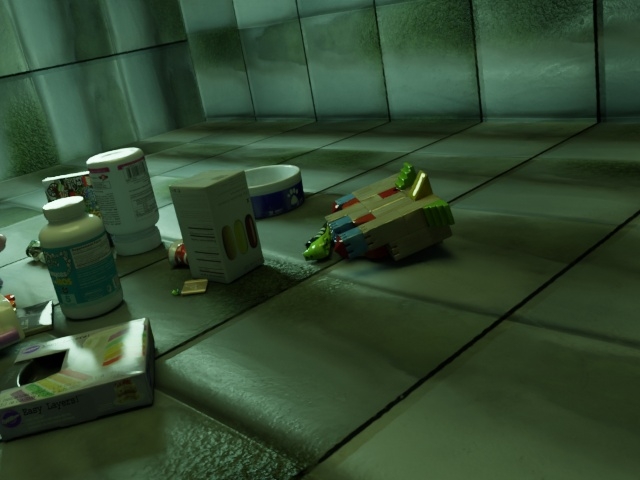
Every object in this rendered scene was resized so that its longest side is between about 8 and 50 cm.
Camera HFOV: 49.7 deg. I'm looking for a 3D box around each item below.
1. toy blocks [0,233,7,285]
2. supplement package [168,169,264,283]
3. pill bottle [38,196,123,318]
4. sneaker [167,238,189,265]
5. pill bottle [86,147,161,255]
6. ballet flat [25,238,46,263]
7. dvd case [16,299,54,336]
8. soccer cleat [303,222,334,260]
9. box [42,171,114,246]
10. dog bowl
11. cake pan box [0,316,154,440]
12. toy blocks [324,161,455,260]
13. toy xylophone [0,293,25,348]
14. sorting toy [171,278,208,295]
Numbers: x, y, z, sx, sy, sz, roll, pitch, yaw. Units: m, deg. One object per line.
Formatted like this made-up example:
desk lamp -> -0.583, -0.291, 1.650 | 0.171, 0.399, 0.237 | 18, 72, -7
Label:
toy blocks -> -1.010, 0.007, 1.953 | 0.288, 0.309, 0.260 | -11, -25, 20
supplement package -> -0.249, -0.037, 1.682 | 0.134, 0.244, 0.139 | 5, 25, 38
pill bottle -> -0.558, 0.037, 1.599 | 0.146, 0.264, 0.146 | -9, 19, 3
sneaker -> -0.303, 0.007, 1.866 | 0.128, 0.087, 0.221 | 7, 36, 21
pill bottle -> -0.556, -0.111, 1.989 | 0.160, 0.283, 0.160 | -9, 19, 3
ballet flat -> -0.817, 0.040, 2.055 | 0.188, 0.070, 0.070 | 6, 25, 44
dvd case -> -0.734, 0.200, 1.601 | 0.221, 0.018, 0.164 | -16, 20, -16
soccer cleat -> 0.000, 0.000, 1.743 | 0.072, 0.060, 0.179 | -18, 17, 18
box -> -0.720, -0.085, 2.075 | 0.159, 0.233, 0.044 | -9, 18, 4
dog bowl -> -0.186, -0.156, 2.205 | 0.265, 0.104, 0.265 | -9, 19, 3
cake pan box -> -0.437, 0.243, 1.256 | 0.267, 0.070, 0.246 | -13, 17, -7
toy blocks -> 0.135, -0.044, 1.663 | 0.261, 0.191, 0.381 | -23, 21, -3
toy xylophone -> -0.799, 0.178, 1.544 | 0.236, 0.081, 0.322 | -20, 22, -25
sorting toy -> -0.310, 0.113, 1.640 | 0.083, 0.012, 0.062 | -7, 24, -1
